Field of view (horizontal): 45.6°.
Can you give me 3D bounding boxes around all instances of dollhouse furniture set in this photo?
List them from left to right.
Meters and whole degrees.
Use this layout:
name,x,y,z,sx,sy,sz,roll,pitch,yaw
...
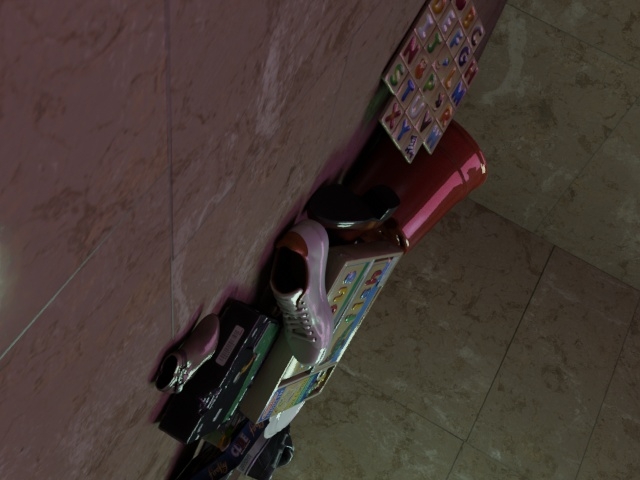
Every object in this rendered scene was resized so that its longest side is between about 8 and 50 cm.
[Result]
name,x,y,z,sx,sy,sz,roll,pitch,yaw
dollhouse furniture set,-0.207,0.371,1.566,0.058,0.076,0.151,-60,-178,4

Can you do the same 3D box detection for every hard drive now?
name,x,y,z,sx,sy,sz,roll,pitch,yaw
hard drive,-0.163,0.225,1.344,0.237,0.064,0.339,-60,172,-4

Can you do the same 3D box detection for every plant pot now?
name,x,y,z,sx,sy,sz,roll,pitch,yaw
plant pot,0.195,-0.123,1.742,0.265,0.272,0.272,-50,169,-19

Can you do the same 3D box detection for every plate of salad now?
name,x,y,z,sx,sy,sz,roll,pitch,yaw
plate of salad,-0.080,0.386,1.829,0.200,0.048,0.200,-48,160,-24

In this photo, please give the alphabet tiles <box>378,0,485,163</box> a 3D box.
name,x,y,z,sx,sy,sz,roll,pitch,yaw
alphabet tiles,0.233,-0.339,1.541,0.342,0.011,0.285,-60,145,-10

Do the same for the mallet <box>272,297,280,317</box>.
name,x,y,z,sx,sy,sz,roll,pitch,yaw
mallet,-0.118,0.189,1.632,0.189,0.039,0.062,-56,172,-3

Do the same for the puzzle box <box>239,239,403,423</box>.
name,x,y,z,sx,sy,sz,roll,pitch,yaw
puzzle box,0.006,0.184,1.598,0.272,0.052,0.409,-7,129,-59

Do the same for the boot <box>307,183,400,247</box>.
name,x,y,z,sx,sy,sz,roll,pitch,yaw
boot,0.000,0.000,1.550,0.280,0.096,0.264,-46,167,33

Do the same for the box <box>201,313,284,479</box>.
name,x,y,z,sx,sy,sz,roll,pitch,yaw
box,-0.144,0.367,1.883,0.395,0.097,0.318,-64,173,27

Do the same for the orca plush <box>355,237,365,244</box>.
name,x,y,z,sx,sy,sz,roll,pitch,yaw
orca plush,0.088,0.034,1.866,0.151,0.102,0.287,133,-31,-58

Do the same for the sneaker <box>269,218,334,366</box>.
name,x,y,z,sx,sy,sz,roll,pitch,yaw
sneaker,-0.049,0.113,1.380,0.123,0.106,0.290,-35,127,-53

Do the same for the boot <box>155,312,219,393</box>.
name,x,y,z,sx,sy,sz,roll,pitch,yaw
boot,-0.184,0.157,1.050,0.118,0.042,0.087,-68,164,3

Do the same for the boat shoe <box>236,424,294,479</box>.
name,x,y,z,sx,sy,sz,roll,pitch,yaw
boat shoe,-0.118,0.536,1.959,0.108,0.102,0.301,-60,172,11

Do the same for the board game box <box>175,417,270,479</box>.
name,x,y,z,sx,sy,sz,roll,pitch,yaw
board game box,-0.228,0.475,1.631,0.243,0.042,0.165,-42,-179,27
